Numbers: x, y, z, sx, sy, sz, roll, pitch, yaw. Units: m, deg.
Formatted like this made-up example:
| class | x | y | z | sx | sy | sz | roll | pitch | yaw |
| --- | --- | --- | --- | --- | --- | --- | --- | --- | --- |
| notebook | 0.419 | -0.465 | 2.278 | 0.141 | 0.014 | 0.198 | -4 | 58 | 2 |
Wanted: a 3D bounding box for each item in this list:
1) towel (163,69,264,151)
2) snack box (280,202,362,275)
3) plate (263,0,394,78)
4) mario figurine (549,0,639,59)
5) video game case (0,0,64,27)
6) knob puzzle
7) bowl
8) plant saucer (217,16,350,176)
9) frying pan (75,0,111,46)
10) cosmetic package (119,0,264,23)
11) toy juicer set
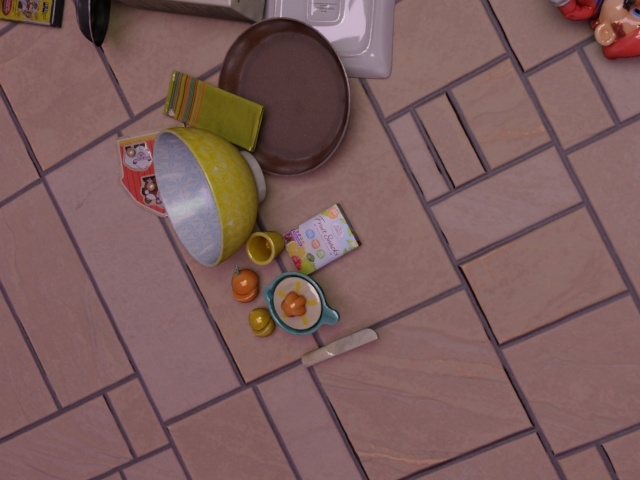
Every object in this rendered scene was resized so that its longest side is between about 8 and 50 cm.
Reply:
| class | x | y | z | sx | sy | sz | roll | pitch | yaw |
| --- | --- | --- | --- | --- | --- | --- | --- | --- | --- |
| towel | -0.226 | -0.270 | 1.479 | 0.237 | 0.021 | 0.102 | 25 | 116 | 22 |
| snack box | 0.000 | 0.000 | 1.473 | 0.141 | 0.037 | 0.100 | -29 | 89 | 16 |
| plate | 0.011 | -0.471 | 1.425 | 0.277 | 0.045 | 0.278 | 5 | 96 | 14 |
| mario figurine | 0.499 | -0.459 | 1.243 | 0.320 | 0.170 | 0.198 | 43 | 101 | 8 |
| video game case | -0.679 | -0.630 | 1.587 | 0.248 | 0.035 | 0.275 | 11 | 97 | 13 |
| knob puzzle | -0.361 | -0.146 | 1.554 | 0.213 | 0.030 | 0.213 | 1 | 95 | 13 |
| bowl | -0.206 | -0.106 | 1.437 | 0.156 | 0.289 | 0.289 | -24 | 89 | -29 |
| plant saucer | -0.069 | -0.284 | 1.423 | 0.310 | 0.050 | 0.311 | 8 | 107 | 29 |
| frying pan | -0.454 | -0.528 | 1.404 | 0.053 | 0.326 | 0.197 | 6 | 65 | -6 |
| cosmetic package | -0.269 | -0.528 | 1.422 | 0.296 | 0.153 | 0.129 | 12 | 98 | 17 |
| toy juicer set | -0.065 | 0.152 | 1.455 | 0.329 | 0.089 | 0.209 | 45 | 118 | 10 |
